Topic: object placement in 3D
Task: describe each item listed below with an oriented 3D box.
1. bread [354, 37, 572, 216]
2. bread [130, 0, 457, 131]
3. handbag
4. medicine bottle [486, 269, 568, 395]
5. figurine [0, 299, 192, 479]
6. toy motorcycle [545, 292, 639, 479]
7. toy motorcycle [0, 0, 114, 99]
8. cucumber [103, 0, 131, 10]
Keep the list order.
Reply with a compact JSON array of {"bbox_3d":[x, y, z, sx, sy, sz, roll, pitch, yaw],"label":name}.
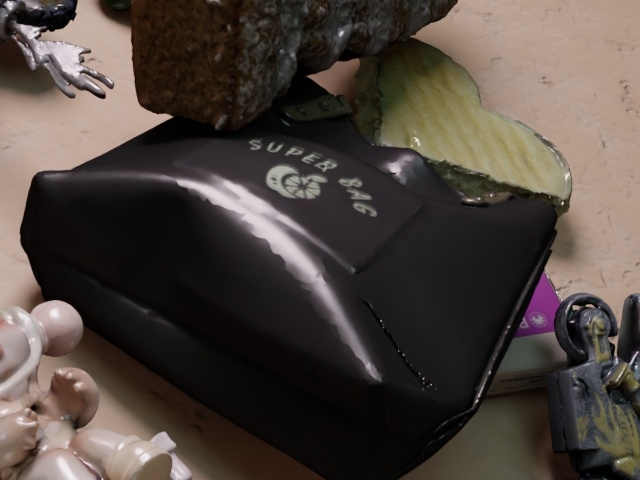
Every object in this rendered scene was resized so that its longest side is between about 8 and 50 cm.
[{"bbox_3d":[0.101,-0.079,1.436,0.232,0.064,0.172,42,43,17],"label":"bread"},{"bbox_3d":[0.002,-0.218,1.322,0.113,0.165,0.416,13,24,24],"label":"bread"},{"bbox_3d":[0.000,0.000,1.205,0.342,0.152,0.288,30,43,20],"label":"handbag"},{"bbox_3d":[0.090,0.050,1.317,0.201,0.052,0.171,-4,51,-28],"label":"medicine bottle"},{"bbox_3d":[-0.211,0.103,1.065,0.256,0.144,0.182,42,65,12],"label":"figurine"},{"bbox_3d":[0.229,0.133,1.266,0.124,0.061,0.193,6,75,-27],"label":"toy motorcycle"},{"bbox_3d":[-0.298,-0.203,1.309,0.401,0.134,0.207,43,45,18],"label":"toy motorcycle"},{"bbox_3d":[-0.092,-0.265,1.432,0.069,0.227,0.069,58,10,-17],"label":"cucumber"}]
